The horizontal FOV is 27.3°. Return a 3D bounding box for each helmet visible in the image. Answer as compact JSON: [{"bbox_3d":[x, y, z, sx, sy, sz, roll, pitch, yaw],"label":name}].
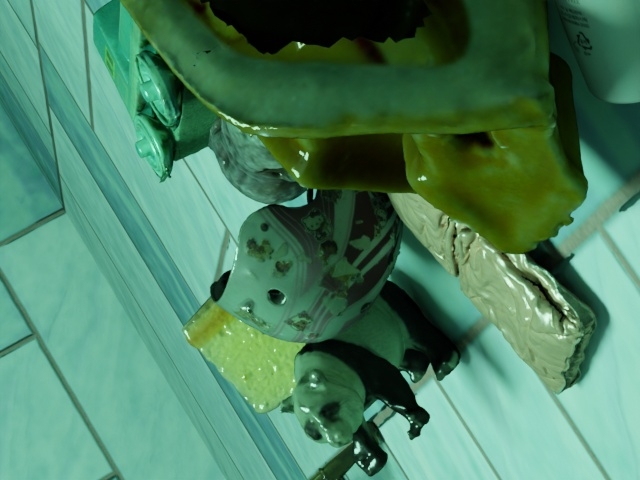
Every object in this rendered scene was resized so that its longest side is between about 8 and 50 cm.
[{"bbox_3d":[0.006,0.015,1.034,0.107,0.177,0.153,48,152,11],"label":"helmet"}]

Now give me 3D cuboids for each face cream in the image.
[{"bbox_3d":[0.121,-0.148,0.584,0.072,0.051,0.182,38,154,56],"label":"face cream"}]

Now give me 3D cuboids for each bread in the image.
[{"bbox_3d":[-0.062,0.097,1.440,0.147,0.152,0.127,52,166,-5],"label":"bread"}]

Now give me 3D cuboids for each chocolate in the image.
[{"bbox_3d":[-0.034,-0.092,1.083,0.110,0.110,0.248,60,164,0],"label":"chocolate"}]

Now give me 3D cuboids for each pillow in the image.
[{"bbox_3d":[0.107,0.000,0.923,0.232,0.043,0.126,52,168,19],"label":"pillow"}]

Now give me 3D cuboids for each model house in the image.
[{"bbox_3d":[0.037,-0.081,0.742,0.268,0.173,0.239,53,-179,33],"label":"model house"}]

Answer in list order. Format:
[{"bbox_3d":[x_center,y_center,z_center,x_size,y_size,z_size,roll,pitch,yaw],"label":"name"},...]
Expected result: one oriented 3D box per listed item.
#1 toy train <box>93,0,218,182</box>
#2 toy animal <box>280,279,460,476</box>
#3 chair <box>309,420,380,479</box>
[{"bbox_3d":[-0.140,-0.183,1.234,0.194,0.120,0.298,63,165,9],"label":"toy train"},{"bbox_3d":[0.037,0.109,1.096,0.121,0.225,0.094,39,125,-4],"label":"toy animal"},{"bbox_3d":[-0.035,0.505,1.580,0.365,0.410,0.362,57,164,13],"label":"chair"}]
